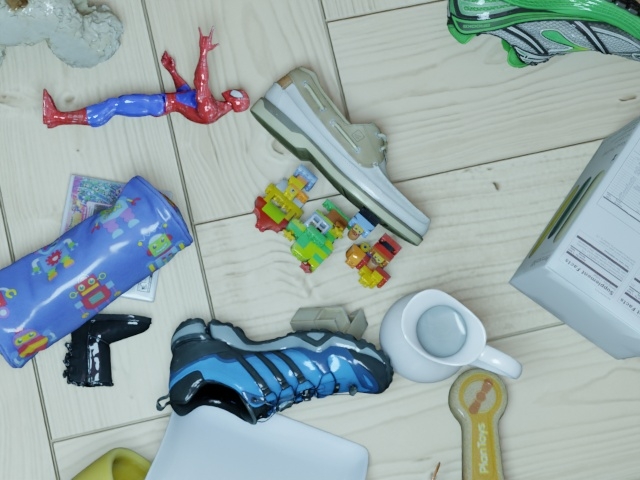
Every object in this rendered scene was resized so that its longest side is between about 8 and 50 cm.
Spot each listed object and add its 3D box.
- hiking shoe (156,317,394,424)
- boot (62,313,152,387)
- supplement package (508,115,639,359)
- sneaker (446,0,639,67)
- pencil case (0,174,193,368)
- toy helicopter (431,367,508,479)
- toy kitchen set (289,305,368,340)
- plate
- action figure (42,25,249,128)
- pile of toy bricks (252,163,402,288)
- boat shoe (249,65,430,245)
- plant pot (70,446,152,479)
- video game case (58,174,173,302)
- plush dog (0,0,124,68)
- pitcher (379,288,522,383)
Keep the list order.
[{"bbox_3d":[-0.056,0.192,1.717,0.304,0.113,0.132,4,55,5],"label":"hiking shoe"},{"bbox_3d":[-0.289,0.149,1.747,0.121,0.045,0.099,1,79,1],"label":"boot"},{"bbox_3d":[0.429,-0.002,1.774,0.198,0.199,0.263,35,80,0],"label":"supplement package"},{"bbox_3d":[0.340,-0.315,1.865,0.343,0.134,0.146,14,117,-11],"label":"sneaker"},{"bbox_3d":[-0.319,0.038,1.705,0.306,0.119,0.133,-36,42,-8],"label":"pencil case"},{"bbox_3d":[0.205,0.350,1.755,0.235,0.140,0.355,-2,71,2],"label":"toy helicopter"},{"bbox_3d":[0.017,0.124,1.798,0.068,0.075,0.083,-55,130,-46],"label":"toy kitchen set"},{"bbox_3d":[-0.081,0.316,1.666,0.278,0.277,0.045,20,117,-3],"label":"plate"},{"bbox_3d":[-0.237,-0.223,1.781,0.280,0.091,0.139,1,91,-7],"label":"action figure"},{"bbox_3d":[0.000,0.000,1.758,0.212,0.118,0.105,41,61,1],"label":"pile of toy bricks"},{"bbox_3d":[0.046,-0.120,1.791,0.302,0.113,0.103,42,85,1],"label":"boat shoe"},{"bbox_3d":[-0.278,0.429,1.621,0.239,0.254,0.254,-36,87,6],"label":"plant pot"},{"bbox_3d":[-0.287,-0.003,1.782,0.143,0.019,0.157,10,82,-5],"label":"video game case"},{"bbox_3d":[-0.411,-0.364,1.749,0.262,0.211,0.225,-9,60,-8],"label":"plush dog"},{"bbox_3d":[0.170,0.139,1.720,0.177,0.207,0.125,32,80,-2],"label":"pitcher"}]
